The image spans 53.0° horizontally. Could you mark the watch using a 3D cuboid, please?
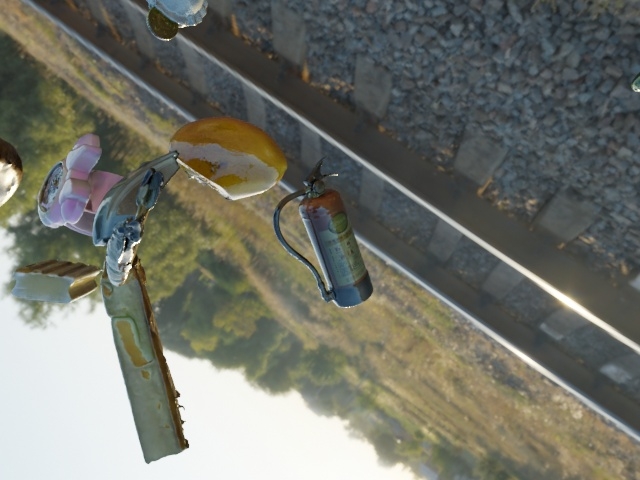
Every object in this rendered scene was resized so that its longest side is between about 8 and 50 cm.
[{"bbox_3d":[-0.494,-0.101,1.449,0.218,0.210,0.249,23,153,-39],"label":"watch"}]

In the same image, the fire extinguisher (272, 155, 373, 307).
[{"bbox_3d":[0.009,-0.001,1.590,0.113,0.200,0.375,1,119,41],"label":"fire extinguisher"}]

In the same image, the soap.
[{"bbox_3d":[-0.763,0.115,1.877,0.174,0.089,0.274,10,-177,-4],"label":"soap"}]

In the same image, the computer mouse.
[{"bbox_3d":[-0.330,-0.085,1.136,0.071,0.231,0.126,39,159,-14],"label":"computer mouse"}]

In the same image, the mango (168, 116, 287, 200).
[{"bbox_3d":[-0.182,-0.165,1.270,0.252,0.153,0.126,13,168,21],"label":"mango"}]

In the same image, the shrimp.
[{"bbox_3d":[-0.212,-0.030,0.752,0.035,0.147,0.195,23,153,-12],"label":"shrimp"}]

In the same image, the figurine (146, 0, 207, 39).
[{"bbox_3d":[-0.261,-0.490,1.194,0.143,0.271,0.143,23,171,4],"label":"figurine"}]

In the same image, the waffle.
[{"bbox_3d":[-0.304,0.167,1.092,0.348,0.078,0.304,-163,59,-72],"label":"waffle"}]

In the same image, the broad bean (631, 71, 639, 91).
[{"bbox_3d":[0.598,-0.309,1.020,0.046,0.065,0.254,35,153,-10],"label":"broad bean"}]

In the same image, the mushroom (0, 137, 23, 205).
[{"bbox_3d":[-0.686,-0.090,1.142,0.195,0.283,0.263,29,-168,11],"label":"mushroom"}]
